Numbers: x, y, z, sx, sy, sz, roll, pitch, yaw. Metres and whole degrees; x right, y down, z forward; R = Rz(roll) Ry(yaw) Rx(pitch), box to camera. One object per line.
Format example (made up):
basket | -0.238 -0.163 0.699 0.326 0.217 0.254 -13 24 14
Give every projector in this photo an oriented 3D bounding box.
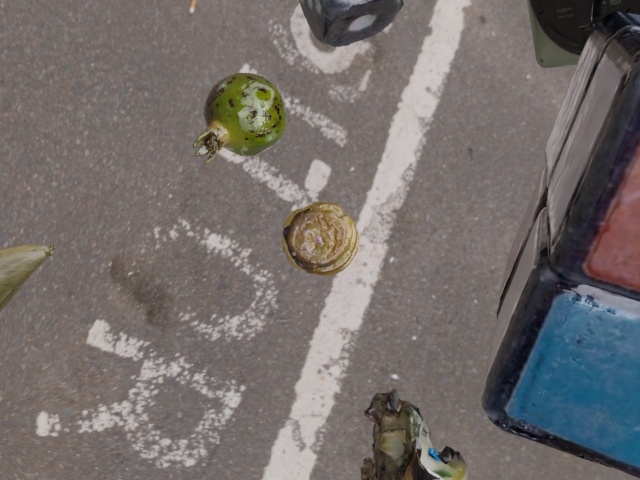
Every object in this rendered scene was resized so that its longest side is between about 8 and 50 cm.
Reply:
projector | 0.425 -0.408 0.924 0.079 0.257 0.259 -24 109 -22

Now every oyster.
oyster | 0.076 0.223 0.467 0.092 0.259 0.198 -13 66 10

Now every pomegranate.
pomegranate | -0.191 -0.271 1.395 0.198 0.198 0.246 32 86 -17

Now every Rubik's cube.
Rubik's cube | 0.347 0.007 0.515 0.318 0.313 0.316 19 30 13

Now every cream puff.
cream puff | 0.000 0.000 1.417 0.189 0.129 0.189 -1 86 13

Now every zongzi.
zongzi | -0.431 0.083 0.729 0.197 0.099 0.194 -17 40 0

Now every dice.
dice | 0.056 -0.526 1.238 0.181 0.182 0.183 -22 82 -11
